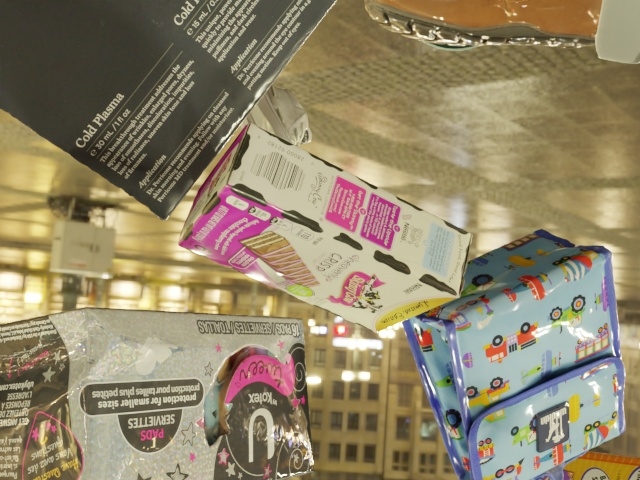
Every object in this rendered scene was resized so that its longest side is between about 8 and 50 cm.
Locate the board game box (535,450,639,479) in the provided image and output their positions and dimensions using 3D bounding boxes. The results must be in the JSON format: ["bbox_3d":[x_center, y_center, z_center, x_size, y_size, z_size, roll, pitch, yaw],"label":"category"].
[{"bbox_3d":[0.429,0.554,1.165,0.356,0.357,0.356,-5,146,41],"label":"board game box"}]

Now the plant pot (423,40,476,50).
[{"bbox_3d":[0.256,-0.555,1.546,0.293,0.293,0.196,5,-160,-16],"label":"plant pot"}]

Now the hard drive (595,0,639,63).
[{"bbox_3d":[0.328,-0.352,0.653,0.047,0.353,0.233,19,144,24],"label":"hard drive"}]

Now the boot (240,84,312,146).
[{"bbox_3d":[-0.061,-0.181,1.285,0.123,0.258,0.095,3,143,-36],"label":"boot"}]

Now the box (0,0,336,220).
[{"bbox_3d":[-0.208,-0.259,0.804,0.312,0.343,0.179,39,179,-40],"label":"box"}]

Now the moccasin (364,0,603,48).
[{"bbox_3d":[0.254,-0.372,1.128,0.380,0.147,0.139,0,-171,-2],"label":"moccasin"}]

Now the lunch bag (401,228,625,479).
[{"bbox_3d":[0.244,0.167,0.903,0.221,0.293,0.138,-23,-161,-15],"label":"lunch bag"}]

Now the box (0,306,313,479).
[{"bbox_3d":[-0.139,0.135,0.596,0.163,0.142,0.247,-11,168,32],"label":"box"}]

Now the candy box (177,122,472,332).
[{"bbox_3d":[0.000,0.000,0.705,0.233,0.071,0.159,24,153,-16],"label":"candy box"}]
